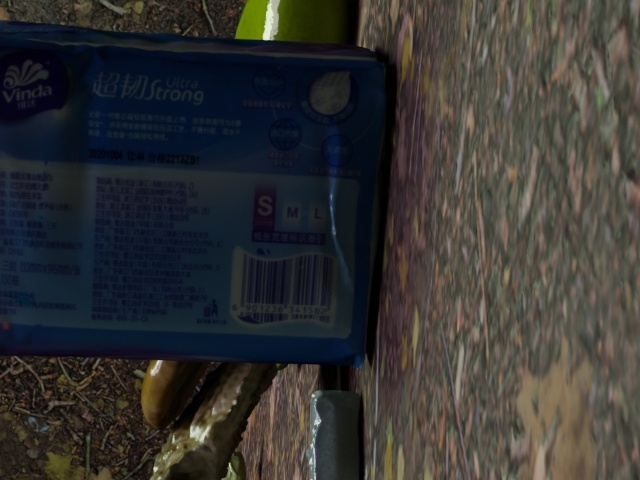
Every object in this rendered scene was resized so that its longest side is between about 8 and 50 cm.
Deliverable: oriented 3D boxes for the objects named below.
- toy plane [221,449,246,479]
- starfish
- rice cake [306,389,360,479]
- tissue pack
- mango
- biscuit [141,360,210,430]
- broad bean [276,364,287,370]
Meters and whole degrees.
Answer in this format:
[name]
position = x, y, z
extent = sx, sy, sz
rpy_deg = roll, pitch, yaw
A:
[toy plane]
position = -0.128, 0.391, 1.919
extent = 0.229, 0.092, 0.244
rpy_deg = 106, 165, -59
[starfish]
position = -0.108, 0.247, 1.042
extent = 0.324, 0.082, 0.432
rpy_deg = 105, 179, -72
[rice cake]
position = 0.005, 0.179, 0.879
extent = 0.030, 0.042, 0.180
rpy_deg = 97, 174, -61
[tissue pack]
position = -0.097, -0.032, 0.895
extent = 0.146, 0.263, 0.198
rpy_deg = -106, 20, -75
[mango]
position = -0.023, -0.155, 1.109
extent = 0.163, 0.089, 0.117
rpy_deg = 109, 163, -69
[biscuit]
position = -0.085, 0.056, 1.084
extent = 0.203, 0.041, 0.260
rpy_deg = -58, -1, 18
[broad bean]
position = -0.047, 0.077, 1.461
extent = 0.195, 0.046, 0.061
rpy_deg = -106, 31, -59
